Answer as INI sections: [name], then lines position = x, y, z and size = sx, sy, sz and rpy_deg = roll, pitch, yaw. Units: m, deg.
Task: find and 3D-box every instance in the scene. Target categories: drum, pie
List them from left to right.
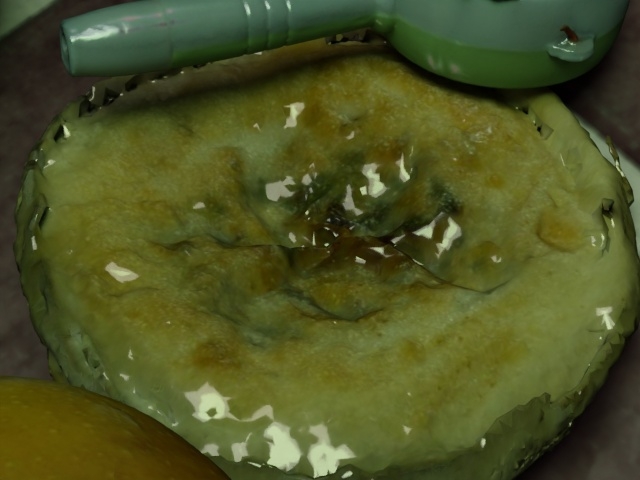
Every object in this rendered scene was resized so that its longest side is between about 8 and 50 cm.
[pie]
position = 0.000, 0.000, 0.636
size = 0.274, 0.055, 0.274
rpy_deg = 0, 49, 0
[drum]
position = 0.013, -0.117, 0.681
size = 0.253, 0.049, 0.130
rpy_deg = -1, 40, -6

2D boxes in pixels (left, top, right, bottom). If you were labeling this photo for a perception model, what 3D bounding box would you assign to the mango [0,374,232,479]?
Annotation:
[mango]
position = -0.148, 0.143, 0.523
size = 0.316, 0.146, 0.192
rpy_deg = -5, 78, 29
